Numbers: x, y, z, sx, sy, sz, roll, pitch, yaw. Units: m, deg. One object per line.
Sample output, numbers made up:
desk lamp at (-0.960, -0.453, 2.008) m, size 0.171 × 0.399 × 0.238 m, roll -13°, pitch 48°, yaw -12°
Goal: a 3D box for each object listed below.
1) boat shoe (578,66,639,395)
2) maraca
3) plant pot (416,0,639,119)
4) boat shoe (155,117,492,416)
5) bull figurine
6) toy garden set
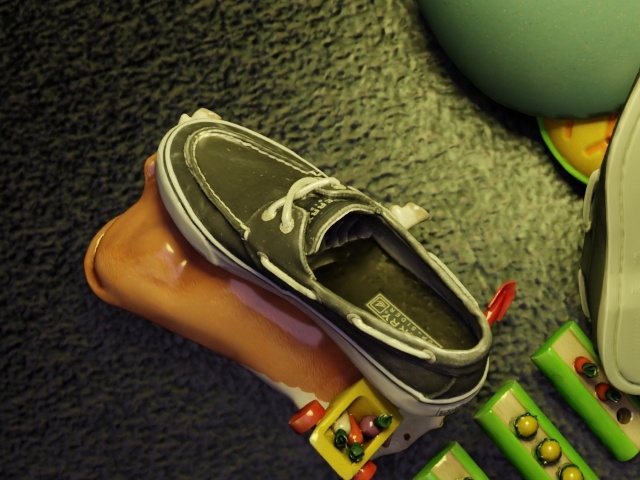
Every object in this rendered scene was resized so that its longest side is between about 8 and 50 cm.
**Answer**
boat shoe at (0.239, -0.035, 1.166) m, size 0.114 × 0.091 × 0.302 m, roll 3°, pitch 120°, yaw -12°
maraca at (0.221, -0.113, 1.257) m, size 0.127 × 0.099 × 0.185 m, roll -44°, pitch 70°, yaw 1°
plant pot at (0.167, -0.257, 1.171) m, size 0.290 × 0.195 × 0.290 m, roll -13°, pitch 64°, yaw 29°
boat shoe at (0.000, 0.000, 1.155) m, size 0.108 × 0.102 × 0.301 m, roll -38°, pitch 70°, yaw -23°
bull figurine at (-0.026, 0.037, 1.264) m, size 0.310 × 0.101 × 0.188 m, roll 26°, pitch 79°, yaw 3°
toy garden set at (0.116, 0.142, 1.195) m, size 0.244 × 0.049 × 0.204 m, roll -43°, pitch 97°, yaw -19°
